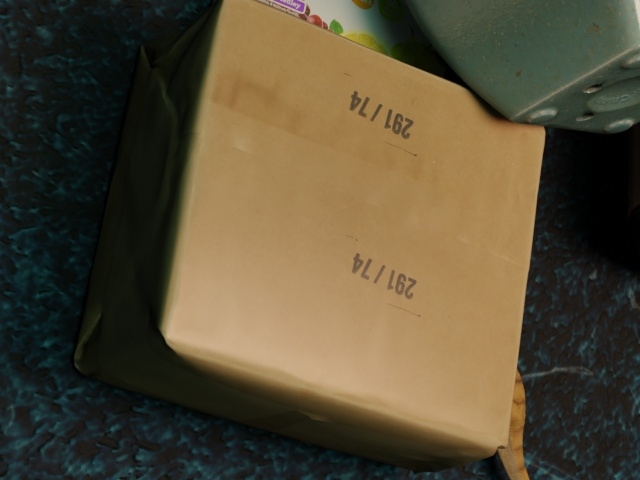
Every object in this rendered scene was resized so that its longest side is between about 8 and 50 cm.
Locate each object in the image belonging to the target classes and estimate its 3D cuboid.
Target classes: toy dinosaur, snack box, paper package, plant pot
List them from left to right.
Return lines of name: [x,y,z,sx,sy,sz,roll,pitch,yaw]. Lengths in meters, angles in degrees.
paper package: [0.000,0.000,1.495,0.325,0.168,0.309,18,70,-26]
snack box: [0.017,-0.222,1.603,0.207,0.070,0.174,21,69,-27]
toy dinosaur: [0.158,0.155,1.617,0.112,0.064,0.211,-5,83,-32]
plant pot: [0.220,-0.230,1.519,0.248,0.247,0.252,2,66,-44]

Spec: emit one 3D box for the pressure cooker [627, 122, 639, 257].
pressure cooker: [0.458,-0.176,1.687,0.370,0.375,0.420,16,72,-43]
